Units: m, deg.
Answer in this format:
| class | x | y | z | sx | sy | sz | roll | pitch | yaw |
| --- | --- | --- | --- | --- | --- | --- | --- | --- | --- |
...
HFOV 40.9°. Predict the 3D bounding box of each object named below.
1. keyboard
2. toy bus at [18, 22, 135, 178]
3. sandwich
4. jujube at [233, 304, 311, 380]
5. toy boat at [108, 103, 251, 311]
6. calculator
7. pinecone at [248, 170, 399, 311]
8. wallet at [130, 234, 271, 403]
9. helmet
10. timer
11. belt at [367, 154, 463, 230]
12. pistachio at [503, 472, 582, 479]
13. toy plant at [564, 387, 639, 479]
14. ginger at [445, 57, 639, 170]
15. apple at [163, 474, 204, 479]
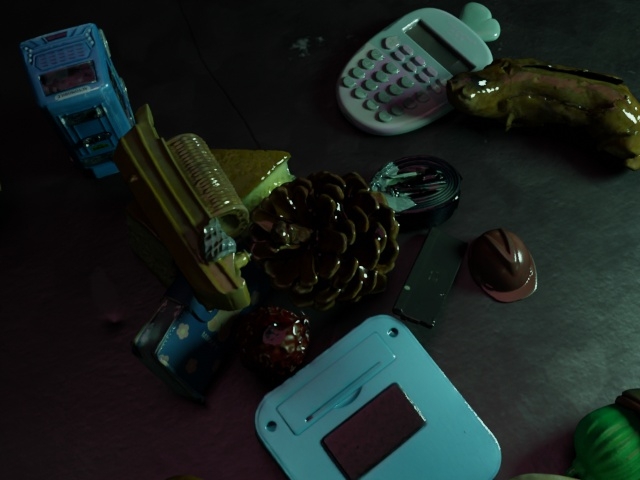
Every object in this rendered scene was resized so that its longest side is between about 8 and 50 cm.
| class | x | y | z | sx | sy | sz | roll | pitch | yaw |
| --- | --- | --- | --- | --- | --- | --- | --- | --- | --- |
| keyboard | 0.147 | 0.047 | 1.143 | 0.060 | 0.018 | 0.195 | 23 | 40 | 9 |
| toy bus | -0.335 | -0.195 | 1.227 | 0.113 | 0.246 | 0.134 | -18 | 73 | -7 |
| sandwich | -0.152 | -0.049 | 1.204 | 0.235 | 0.122 | 0.128 | -41 | 70 | -20 |
| jujube | -0.064 | 0.128 | 1.077 | 0.104 | 0.166 | 0.104 | 0 | 86 | 4 |
| toy boat | -0.163 | -0.048 | 1.072 | 0.115 | 0.089 | 0.310 | -31 | 60 | -11 |
| calculator | 0.159 | -0.273 | 1.350 | 0.299 | 0.041 | 0.185 | -37 | 66 | -14 |
| pinecone | -0.001 | 0.002 | 1.113 | 0.185 | 0.169 | 0.212 | 45 | 34 | 17 |
| wallet | -0.147 | 0.095 | 1.112 | 0.059 | 0.141 | 0.202 | 12 | 59 | 39 |
| helmet | 0.252 | 0.023 | 1.170 | 0.089 | 0.057 | 0.111 | -22 | 62 | -11 |
| timer | 0.067 | 0.249 | 1.064 | 0.231 | 0.091 | 0.250 | -35 | 76 | -16 |
| belt | 0.134 | -0.070 | 1.228 | 0.140 | 0.058 | 0.105 | -13 | 58 | -3 |
| pistachio | 0.302 | 0.344 | 0.951 | 0.237 | 0.153 | 0.138 | 25 | 105 | 18 |
| toy plant | 0.385 | 0.246 | 1.019 | 0.200 | 0.105 | 0.143 | -40 | 79 | 2 |
| ginger | 0.343 | -0.200 | 1.262 | 0.309 | 0.107 | 0.133 | 19 | 70 | 11 |
| apple | -0.148 | 0.353 | 0.951 | 0.146 | 0.163 | 0.147 | 20 | 49 | 23 |
